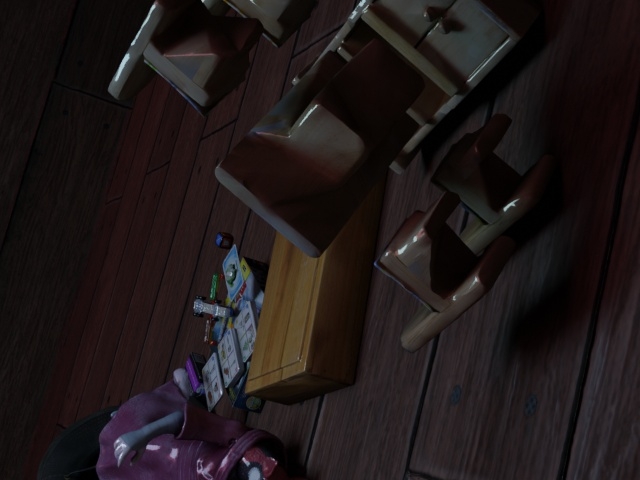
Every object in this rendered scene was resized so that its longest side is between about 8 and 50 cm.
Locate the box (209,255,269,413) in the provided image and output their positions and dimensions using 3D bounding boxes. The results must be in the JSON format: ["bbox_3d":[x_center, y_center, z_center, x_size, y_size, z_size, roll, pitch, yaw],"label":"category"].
[{"bbox_3d":[-0.107,0.137,1.640,0.159,0.044,0.233,-68,21,13],"label":"box"}]

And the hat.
[{"bbox_3d":[-0.288,0.395,1.711,0.331,0.331,0.134,-110,2,-59],"label":"hat"}]

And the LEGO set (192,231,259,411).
[{"bbox_3d":[-0.134,0.110,1.626,0.182,0.060,0.244,-55,38,39],"label":"LEGO set"}]

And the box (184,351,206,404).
[{"bbox_3d":[-0.233,0.289,1.867,0.162,0.029,0.116,-67,20,10],"label":"box"}]

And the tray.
[{"bbox_3d":[0.000,0.000,1.439,0.203,0.076,0.410,-31,44,60],"label":"tray"}]

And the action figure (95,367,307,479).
[{"bbox_3d":[-0.138,0.315,1.440,0.370,0.276,0.248,-12,103,43],"label":"action figure"}]

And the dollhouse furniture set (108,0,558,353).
[{"bbox_3d":[0.027,-0.119,1.090,0.256,0.362,0.394,-47,4,47],"label":"dollhouse furniture set"}]
